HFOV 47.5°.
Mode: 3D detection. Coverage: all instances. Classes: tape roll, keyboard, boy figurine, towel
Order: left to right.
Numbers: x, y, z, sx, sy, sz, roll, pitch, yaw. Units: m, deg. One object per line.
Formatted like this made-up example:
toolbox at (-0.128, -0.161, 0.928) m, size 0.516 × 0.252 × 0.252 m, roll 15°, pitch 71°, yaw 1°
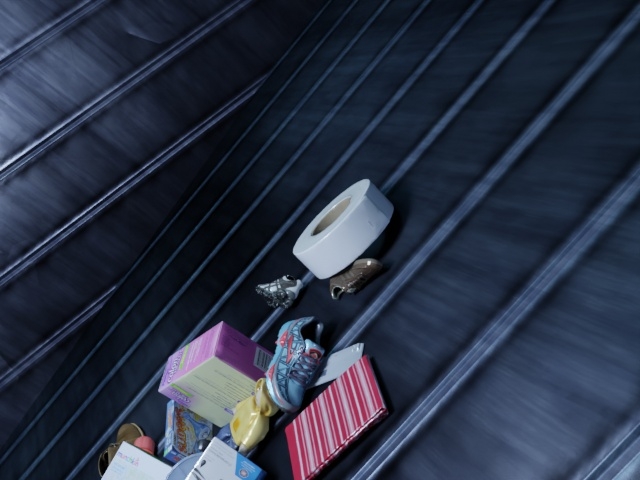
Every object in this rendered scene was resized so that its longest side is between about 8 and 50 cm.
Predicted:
boy figurine at (-0.187, 0.457, 1.803) m, size 0.285 × 0.092 × 0.177 m, roll -48°, pitch 25°, yaw 18°
keyboard at (0.008, 0.314, 1.753) m, size 0.256 × 0.014 × 0.072 m, roll -30°, pitch 38°, yaw 39°
towel at (0.029, 0.395, 1.587) m, size 0.275 × 0.031 × 0.199 m, roll -45°, pitch 25°, yaw 13°
tape roll at (0.061, -0.032, 1.939) m, size 0.286 × 0.100 × 0.286 m, roll -42°, pitch 12°, yaw 11°

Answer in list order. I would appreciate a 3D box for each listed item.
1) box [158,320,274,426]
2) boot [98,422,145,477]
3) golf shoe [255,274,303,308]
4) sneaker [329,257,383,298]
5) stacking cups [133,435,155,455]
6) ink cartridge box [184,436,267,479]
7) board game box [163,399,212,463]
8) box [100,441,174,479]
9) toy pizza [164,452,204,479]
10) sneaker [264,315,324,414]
box at (-0.259, 0.355, 1.911) m, size 0.243 × 0.213 × 0.117 m, roll -36°, pitch 30°, yaw 33°
boot at (-0.617, 0.651, 2.253) m, size 0.112 × 0.115 × 0.305 m, roll -51°, pitch 24°, yaw 7°
golf shoe at (-0.116, 0.145, 2.129) m, size 0.094 × 0.077 × 0.198 m, roll -46°, pitch 26°, yaw -22°
sneaker at (0.092, 0.101, 1.849) m, size 0.188 × 0.066 × 0.071 m, roll -27°, pitch 51°, yaw 51°
stacking cups at (-0.512, 0.685, 2.068) m, size 0.096 × 0.096 × 0.316 m, roll -43°, pitch 23°, yaw 19°
ink cartridge box at (-0.234, 0.567, 1.647) m, size 0.190 × 0.139 × 0.082 m, roll -55°, pitch -16°, yaw -19°
board game box at (-0.349, 0.523, 1.936) m, size 0.035 × 0.136 × 0.201 m, roll -45°, pitch 27°, yaw 15°
box at (-0.435, 0.666, 1.818) m, size 0.262 × 0.127 × 0.231 m, roll 13°, pitch 65°, yaw 39°
toy pizza at (-0.274, 0.599, 1.698) m, size 0.201 × 0.201 × 0.032 m, roll -61°, pitch -15°, yaw -19°
sneaker at (-0.053, 0.287, 1.752) m, size 0.125 × 0.104 × 0.262 m, roll -30°, pitch 38°, yaw 36°
